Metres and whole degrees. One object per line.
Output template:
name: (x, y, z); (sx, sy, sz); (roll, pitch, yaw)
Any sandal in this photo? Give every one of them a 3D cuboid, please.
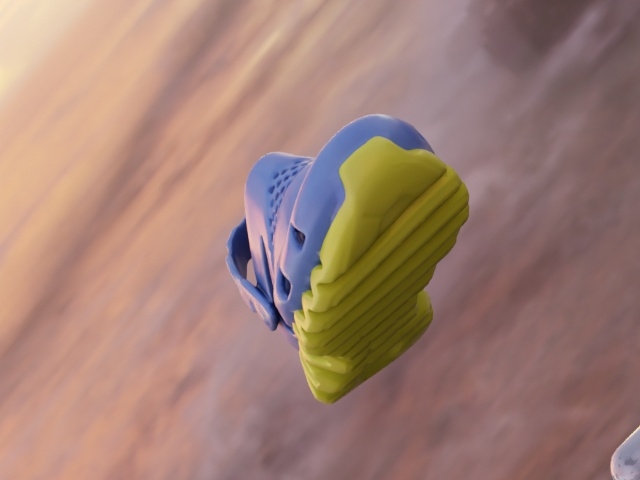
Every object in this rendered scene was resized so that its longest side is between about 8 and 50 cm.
sandal: (0.000, 0.000, 1.058); (0.126, 0.138, 0.317); (-36, -13, -17)

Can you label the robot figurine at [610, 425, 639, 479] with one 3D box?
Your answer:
robot figurine: (0.351, 0.219, 1.306); (0.353, 0.300, 0.200); (-50, 13, -5)
